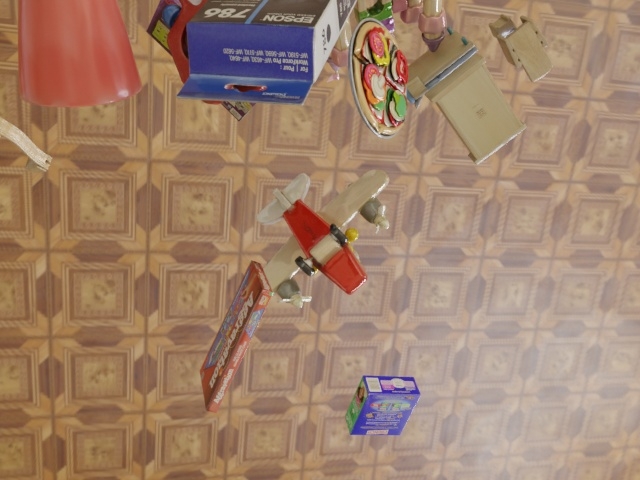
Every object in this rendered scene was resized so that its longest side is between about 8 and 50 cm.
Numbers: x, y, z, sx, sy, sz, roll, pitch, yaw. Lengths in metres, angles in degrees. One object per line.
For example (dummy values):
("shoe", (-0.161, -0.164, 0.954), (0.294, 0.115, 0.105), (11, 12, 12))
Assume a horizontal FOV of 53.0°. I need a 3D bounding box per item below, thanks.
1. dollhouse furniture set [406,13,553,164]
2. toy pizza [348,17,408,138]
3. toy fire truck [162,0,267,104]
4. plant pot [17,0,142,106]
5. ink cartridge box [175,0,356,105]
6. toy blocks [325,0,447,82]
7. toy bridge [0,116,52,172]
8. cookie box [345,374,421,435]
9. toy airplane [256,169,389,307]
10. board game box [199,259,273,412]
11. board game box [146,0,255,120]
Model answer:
("dollhouse furniture set", (0.352, -0.372, 1.488), (0.286, 0.303, 0.198), (-37, 120, 10))
("toy pizza", (0.108, -0.274, 1.080), (0.032, 0.201, 0.201), (-4, 117, 33))
("toy fire truck", (-0.195, -0.443, 1.288), (0.254, 0.169, 0.302), (44, 111, 18))
("plant pot", (-0.559, -0.458, 1.459), (0.274, 0.275, 0.243), (-6, 118, -13))
("ink cartridge box", (-0.054, -0.292, 0.819), (0.165, 0.333, 0.065), (6, 137, 14))
("toy blocks", (0.121, -0.537, 1.536), (0.288, 0.309, 0.260), (-21, 145, -4))
("toy bridge", (-0.418, -0.141, 0.804), (0.188, 0.063, 0.026), (38, 58, -49))
("cookie box", (0.098, 0.267, 1.032), (0.091, 0.040, 0.107), (5, 127, -17))
("toy airplane", (0.000, 0.000, 1.759), (0.272, 0.385, 0.385), (42, 50, -40))
("board game box", (-0.176, 0.193, 1.307), (0.027, 0.145, 0.281), (20, 104, -23))
("board game box", (-0.294, -0.485, 1.693), (0.347, 0.208, 0.056), (44, 66, -13))
